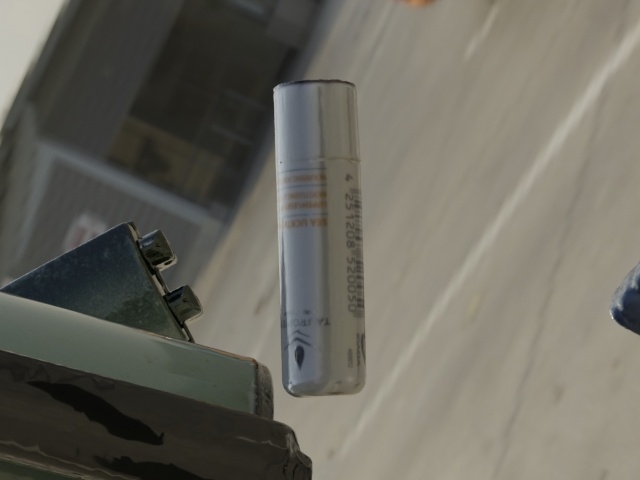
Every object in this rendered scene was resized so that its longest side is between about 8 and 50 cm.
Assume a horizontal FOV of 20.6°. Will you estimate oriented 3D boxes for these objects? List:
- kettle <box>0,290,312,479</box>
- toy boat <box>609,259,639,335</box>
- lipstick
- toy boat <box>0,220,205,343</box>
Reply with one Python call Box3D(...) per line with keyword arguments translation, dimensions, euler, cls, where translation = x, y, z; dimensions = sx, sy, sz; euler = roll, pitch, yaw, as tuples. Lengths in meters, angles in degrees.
Box3D(translation=(-0.216, 0.122, 1.017), dimensions=(0.361, 0.376, 0.250), euler=(124, 157, -64), cls="kettle")
Box3D(translation=(0.361, 0.047, 1.534), dimensions=(0.127, 0.283, 0.078), euler=(53, 128, 38), cls="toy boat")
Box3D(translation=(0.000, 0.000, 0.795), dimensions=(0.040, 0.040, 0.141), euler=(144, 124, -80), cls="lipstick")
Box3D(translation=(-0.276, 0.104, 1.738), dimensions=(0.319, 0.141, 0.092), euler=(-28, -9, -2), cls="toy boat")
